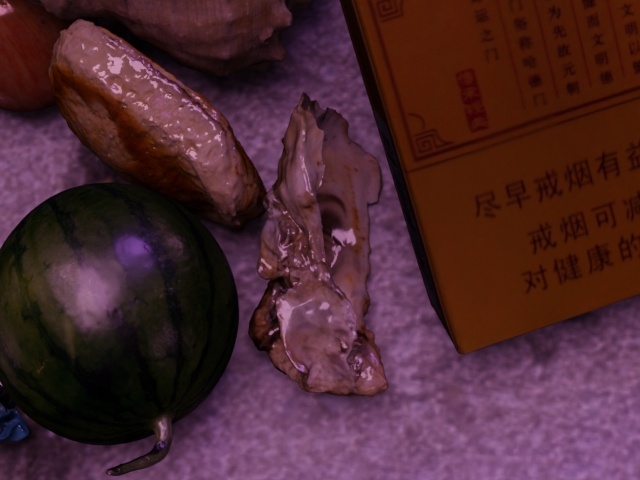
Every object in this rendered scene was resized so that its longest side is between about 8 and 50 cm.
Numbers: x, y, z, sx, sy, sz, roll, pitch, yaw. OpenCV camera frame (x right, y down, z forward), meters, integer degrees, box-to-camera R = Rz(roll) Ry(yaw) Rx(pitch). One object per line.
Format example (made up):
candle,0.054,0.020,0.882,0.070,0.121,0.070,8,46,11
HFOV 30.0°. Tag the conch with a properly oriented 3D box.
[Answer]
conch,-0.137,-0.266,0.950,0.186,0.324,0.263,-55,42,25

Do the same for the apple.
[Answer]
apple,-0.263,-0.185,1.002,0.146,0.131,0.146,-3,66,7

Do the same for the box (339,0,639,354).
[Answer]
box,0.154,-0.157,0.845,0.264,0.116,0.415,-19,107,1

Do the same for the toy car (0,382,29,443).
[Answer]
toy car,-0.312,0.112,0.931,0.098,0.126,0.161,-39,82,15

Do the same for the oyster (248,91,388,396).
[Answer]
oyster,-0.005,0.007,0.917,0.107,0.161,0.233,-10,79,24

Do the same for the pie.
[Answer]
pie,-0.127,-0.082,0.926,0.205,0.179,0.084,36,83,0

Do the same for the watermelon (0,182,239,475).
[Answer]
watermelon,-0.147,0.063,0.881,0.188,0.188,0.215,-32,70,-4
